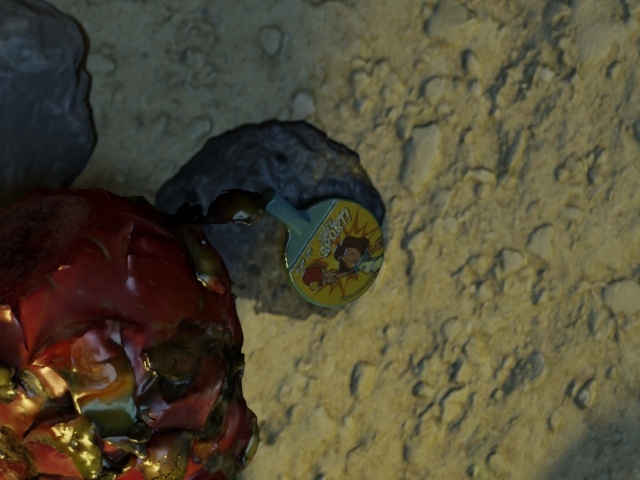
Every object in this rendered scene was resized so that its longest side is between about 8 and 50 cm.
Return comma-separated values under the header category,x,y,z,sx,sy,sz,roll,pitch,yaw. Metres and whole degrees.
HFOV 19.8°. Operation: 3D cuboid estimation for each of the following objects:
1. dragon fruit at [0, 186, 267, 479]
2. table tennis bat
category,x,y,z,sx,sy,sz,roll,pitch,yaw
dragon fruit,-0.163,0.107,1.431,0.269,0.250,0.291,-50,122,-33
table tennis bat,0.000,0.000,1.638,0.155,0.019,0.100,40,83,-38
